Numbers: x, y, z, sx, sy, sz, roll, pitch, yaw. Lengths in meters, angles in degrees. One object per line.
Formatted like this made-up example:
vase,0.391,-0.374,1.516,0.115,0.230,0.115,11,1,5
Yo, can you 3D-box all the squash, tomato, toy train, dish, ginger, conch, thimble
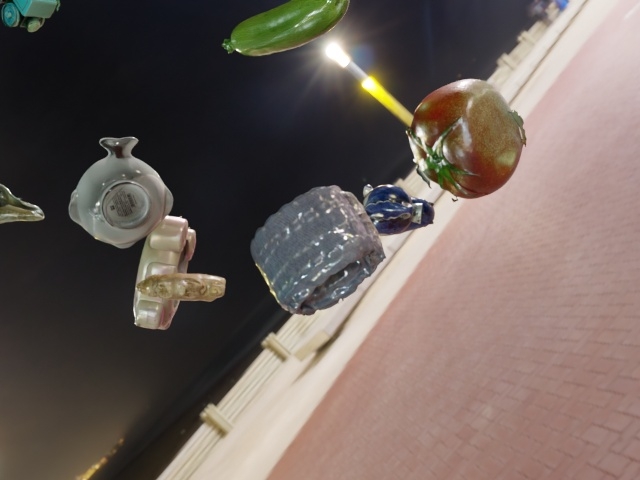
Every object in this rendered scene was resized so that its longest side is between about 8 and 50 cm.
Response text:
squash,-0.090,-0.514,1.716,0.394,0.107,0.107,-6,30,40
tomato,0.378,-0.259,1.816,0.239,0.304,0.303,-35,-2,-17
toy train,-0.839,-0.697,2.002,0.163,0.203,0.112,-42,-11,33
dish,-0.422,-0.094,1.526,0.224,0.246,0.078,-6,15,-23
ginger,-0.345,0.114,1.764,0.137,0.213,0.074,153,123,-71
conch,-0.986,-0.078,2.026,0.170,0.385,0.203,126,145,-60
thimble,-0.004,0.024,1.348,0.236,0.172,0.205,-40,-19,19

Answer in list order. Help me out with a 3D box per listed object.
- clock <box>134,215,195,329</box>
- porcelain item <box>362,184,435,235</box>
clock,-0.438,0.094,1.997,0.284,0.114,0.310,126,154,-81
porcelain item,0.212,-0.073,1.938,0.288,0.186,0.138,14,-101,-77
